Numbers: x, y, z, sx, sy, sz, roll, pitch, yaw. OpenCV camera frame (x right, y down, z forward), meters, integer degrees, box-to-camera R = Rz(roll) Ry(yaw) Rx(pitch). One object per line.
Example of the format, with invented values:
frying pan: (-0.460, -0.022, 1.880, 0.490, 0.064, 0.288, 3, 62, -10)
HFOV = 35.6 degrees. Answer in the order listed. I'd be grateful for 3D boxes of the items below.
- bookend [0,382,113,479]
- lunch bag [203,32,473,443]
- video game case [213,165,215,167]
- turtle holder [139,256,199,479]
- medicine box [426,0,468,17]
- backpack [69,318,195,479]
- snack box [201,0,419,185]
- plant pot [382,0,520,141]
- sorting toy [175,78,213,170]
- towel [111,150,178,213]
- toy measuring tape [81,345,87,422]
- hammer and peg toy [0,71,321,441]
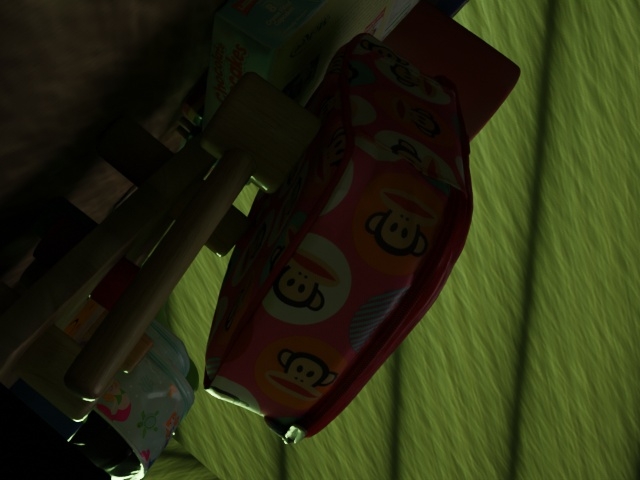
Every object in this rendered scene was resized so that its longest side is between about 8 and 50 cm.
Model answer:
bookend: (-0.207, 0.127, 0.474, 0.156, 0.157, 0.072, -50, -175, -16)
lunch bag: (0.000, 0.000, 0.753, 0.258, 0.120, 0.293, -55, -167, 29)
video game case: (-0.020, -0.127, 0.969, 0.143, 0.019, 0.157, 4, -134, 48)
turtle holder: (-0.317, 0.162, 1.310, 0.227, 0.243, 0.320, -14, -109, 54)
medicine box: (0.221, -0.437, 1.161, 0.289, 0.149, 0.263, -50, -174, -32)
backpack: (-0.252, 0.154, 1.052, 0.191, 0.225, 0.253, -54, -169, -31)
snack box: (0.018, -0.211, 0.867, 0.322, 0.060, 0.187, -50, 169, -30)
plant pot: (0.053, -0.182, 1.162, 0.275, 0.243, 0.275, -48, -175, 5)
sorting toy: (-0.095, -0.143, 1.021, 0.132, 0.046, 0.274, -50, -179, -23)
towel: (-0.220, -0.062, 1.240, 0.113, 0.023, 0.152, -46, -173, -8)
toy measuring tape: (-0.338, 0.165, 0.832, 0.330, 0.121, 0.121, -28, 177, -22)
hammer and peg toy: (-0.165, 0.031, 0.674, 0.361, 0.127, 0.266, -48, -176, 42)
